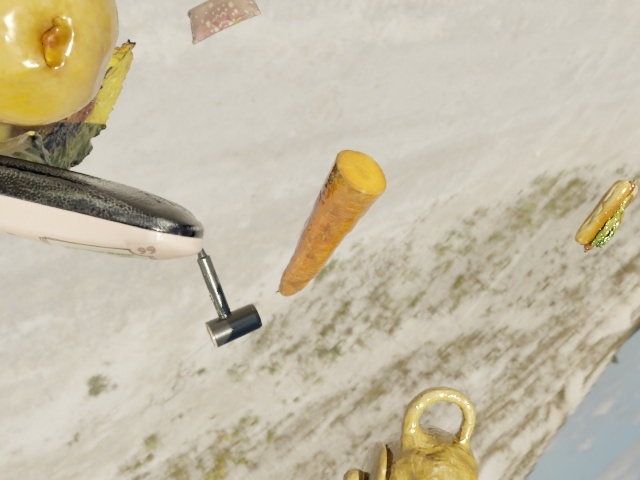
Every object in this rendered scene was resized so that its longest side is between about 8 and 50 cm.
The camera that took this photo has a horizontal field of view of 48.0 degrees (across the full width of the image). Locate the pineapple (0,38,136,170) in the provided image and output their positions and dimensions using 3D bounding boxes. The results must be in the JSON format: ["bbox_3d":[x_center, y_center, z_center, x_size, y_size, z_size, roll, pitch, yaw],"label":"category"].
[{"bbox_3d":[-0.419,-0.171,1.051,0.161,0.158,0.334,121,-8,-59],"label":"pineapple"}]

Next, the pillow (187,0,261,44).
[{"bbox_3d":[-0.228,-0.528,1.651,0.185,0.118,0.043,-20,153,17],"label":"pillow"}]

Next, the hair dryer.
[{"bbox_3d":[-0.231,0.118,1.706,0.128,0.255,0.070,-21,-165,-16],"label":"hair dryer"}]

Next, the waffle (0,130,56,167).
[{"bbox_3d":[-0.336,-0.079,0.899,0.098,0.023,0.152,-7,148,28],"label":"waffle"}]

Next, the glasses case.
[{"bbox_3d":[-0.268,-0.036,0.702,0.122,0.314,0.075,-117,-141,-89],"label":"glasses case"}]

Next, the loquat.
[{"bbox_3d":[-0.317,-0.224,0.753,0.208,0.208,0.208,-37,159,-17],"label":"loquat"}]

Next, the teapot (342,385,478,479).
[{"bbox_3d":[0.116,0.342,1.009,0.203,0.167,0.311,-99,-153,-74],"label":"teapot"}]

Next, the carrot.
[{"bbox_3d":[0.000,0.000,0.756,0.057,0.057,0.224,-25,157,-40],"label":"carrot"}]

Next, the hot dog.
[{"bbox_3d":[0.436,-0.036,1.087,0.056,0.041,0.133,1,127,-50],"label":"hot dog"}]
